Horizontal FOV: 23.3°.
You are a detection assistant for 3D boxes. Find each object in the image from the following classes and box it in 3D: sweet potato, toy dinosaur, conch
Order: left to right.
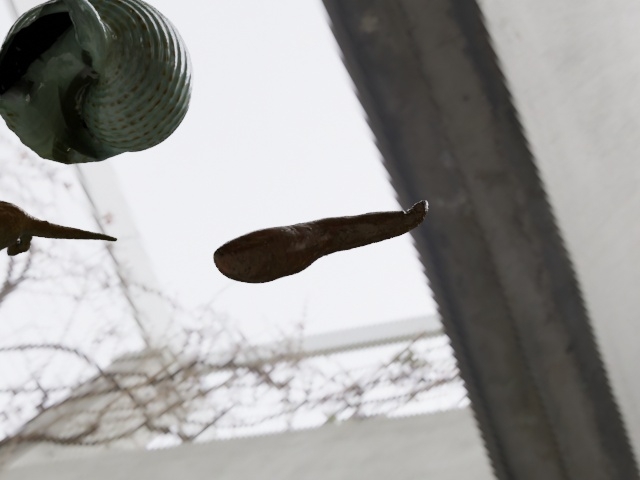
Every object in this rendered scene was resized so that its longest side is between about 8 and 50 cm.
[{"bbox_3d":[-0.253,-0.017,1.272,0.126,0.162,0.039,90,-18,-58],"label":"toy dinosaur"},{"bbox_3d":[-0.211,-0.169,1.448,0.172,0.131,0.200,-15,-53,11],"label":"conch"},{"bbox_3d":[0.000,0.000,1.421,0.050,0.214,0.050,46,-36,50],"label":"sweet potato"}]
